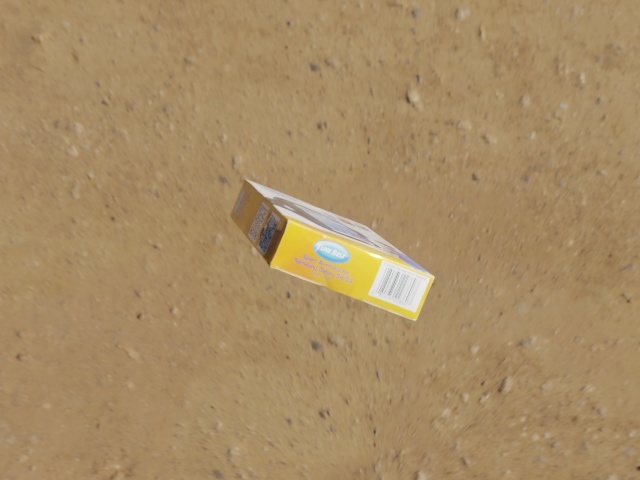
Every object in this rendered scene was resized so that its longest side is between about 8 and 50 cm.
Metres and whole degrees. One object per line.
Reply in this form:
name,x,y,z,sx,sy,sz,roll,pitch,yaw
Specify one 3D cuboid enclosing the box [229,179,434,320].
box,0.000,0.000,0.554,0.081,0.136,0.028,21,99,-18
